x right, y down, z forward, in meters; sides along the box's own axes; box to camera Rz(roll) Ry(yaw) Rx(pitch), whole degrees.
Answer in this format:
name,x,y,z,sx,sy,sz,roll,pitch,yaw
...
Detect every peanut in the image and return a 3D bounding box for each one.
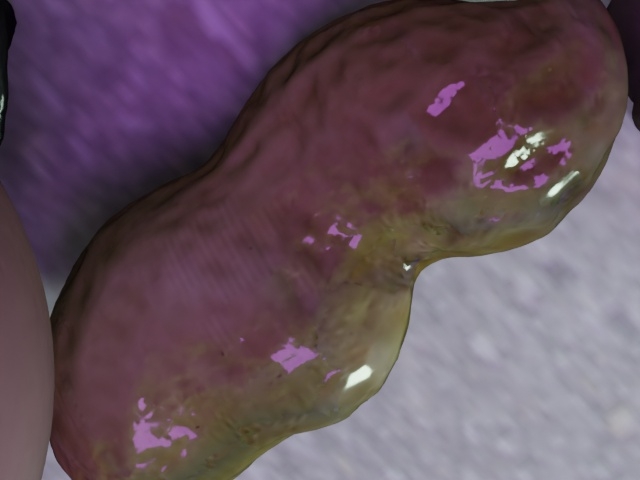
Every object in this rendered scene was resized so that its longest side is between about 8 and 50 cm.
name,x,y,z,sx,sy,sz,roll,pitch,yaw
peanut,-0.001,0.000,0.516,0.228,0.104,0.086,-44,143,20

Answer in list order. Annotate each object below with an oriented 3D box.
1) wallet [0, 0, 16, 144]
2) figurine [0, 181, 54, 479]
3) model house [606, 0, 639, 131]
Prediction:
name,x,y,z,sx,sy,sz,roll,pitch,yaw
wallet,-0.294,-0.031,0.537,0.378,0.051,0.197,14,118,-4
figurine,-0.176,0.039,0.400,0.270,0.261,0.211,34,103,2
model house,0.194,-0.075,0.462,0.229,0.122,0.188,3,134,16
